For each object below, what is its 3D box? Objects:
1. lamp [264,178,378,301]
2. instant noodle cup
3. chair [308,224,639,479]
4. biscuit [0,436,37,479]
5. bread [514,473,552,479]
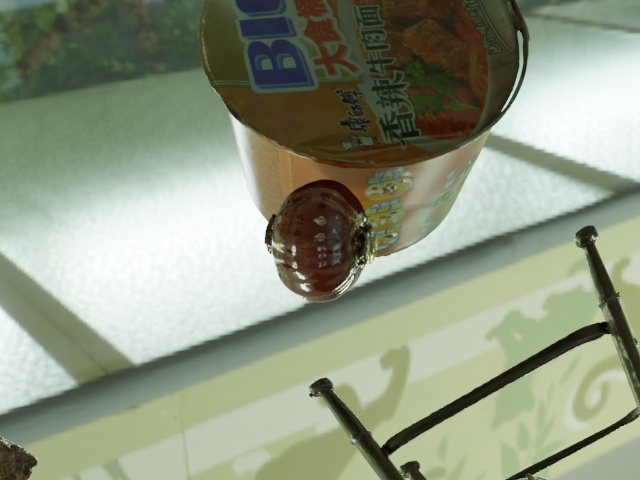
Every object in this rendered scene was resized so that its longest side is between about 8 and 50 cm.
[{"bbox_3d":[0.000,0.000,0.901,0.090,0.101,0.101,5,-156,17],"label":"lamp"},{"bbox_3d":[0.033,-0.129,1.059,0.297,0.214,0.296,1,-120,-2],"label":"instant noodle cup"},{"bbox_3d":[0.279,0.299,1.241,0.365,0.362,0.410,-31,-124,6],"label":"chair"},{"bbox_3d":[-0.286,0.162,0.883,0.064,0.034,0.199,27,166,-28],"label":"biscuit"},{"bbox_3d":[0.110,0.296,0.908,0.384,0.112,0.166,0,-136,-44],"label":"bread"}]
